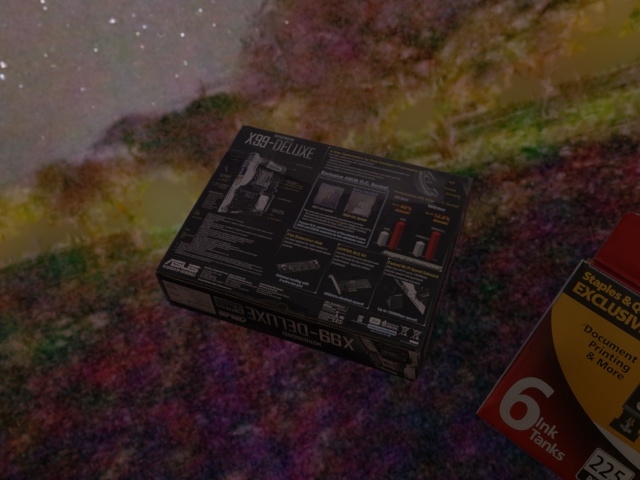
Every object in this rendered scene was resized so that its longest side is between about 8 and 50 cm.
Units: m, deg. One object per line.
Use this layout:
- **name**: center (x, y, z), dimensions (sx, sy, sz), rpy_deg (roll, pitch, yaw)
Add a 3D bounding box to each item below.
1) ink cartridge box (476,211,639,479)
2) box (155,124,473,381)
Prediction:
- **ink cartridge box**: center (0.371, 0.155, 0.658), dimensions (0.272, 0.309, 0.130), rpy_deg (-60, -22, 13)
- **box**: center (0.000, 0.000, 0.759), dimensions (0.307, 0.076, 0.242), rpy_deg (15, 57, 13)
